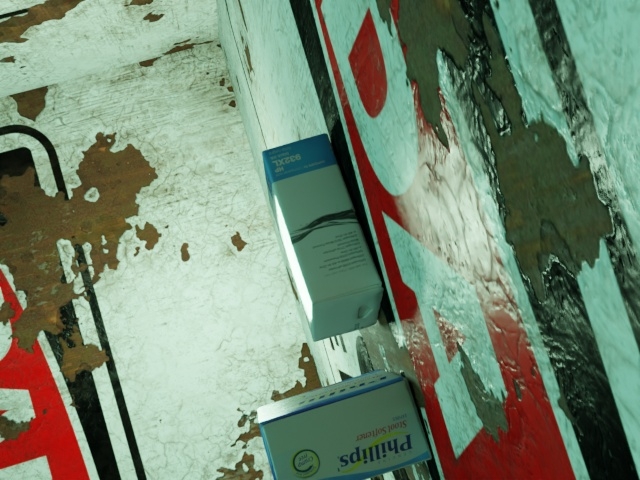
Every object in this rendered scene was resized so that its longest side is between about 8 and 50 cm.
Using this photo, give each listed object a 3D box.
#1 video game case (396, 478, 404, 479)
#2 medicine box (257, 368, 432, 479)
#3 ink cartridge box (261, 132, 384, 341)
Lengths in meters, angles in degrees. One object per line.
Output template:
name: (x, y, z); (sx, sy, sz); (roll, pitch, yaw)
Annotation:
video game case: (0.218, 0.662, 1.732); (0.275, 0.035, 0.248); (-128, 23, -73)
medicine box: (0.030, 0.345, 1.534); (0.289, 0.263, 0.149); (127, 127, -82)
ink cartridge box: (0.000, 0.000, 1.545); (0.223, 0.129, 0.307); (90, 162, -66)
